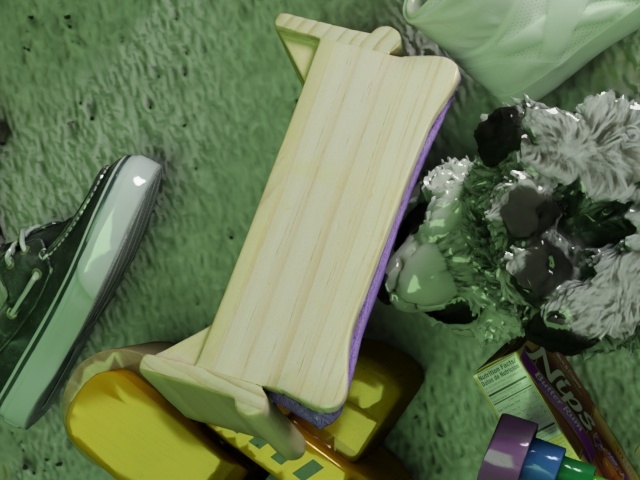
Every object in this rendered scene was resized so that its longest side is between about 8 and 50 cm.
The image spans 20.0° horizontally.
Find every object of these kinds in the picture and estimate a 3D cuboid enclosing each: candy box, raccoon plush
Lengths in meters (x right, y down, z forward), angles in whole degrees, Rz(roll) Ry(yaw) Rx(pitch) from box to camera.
[{"bbox_3d":[0.218,0.176,1.645,0.053,0.109,0.186,-30,89,24],"label":"candy box"},{"bbox_3d":[0.271,-0.005,1.585,0.446,0.299,0.216,-2,86,-10],"label":"raccoon plush"}]

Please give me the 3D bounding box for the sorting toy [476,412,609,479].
[{"bbox_3d":[0.189,0.294,1.614,0.126,0.127,0.365,18,138,12],"label":"sorting toy"}]

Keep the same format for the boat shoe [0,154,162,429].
[{"bbox_3d":[-0.271,0.041,1.800,0.119,0.121,0.335,32,114,1],"label":"boat shoe"}]

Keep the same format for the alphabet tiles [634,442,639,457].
[{"bbox_3d":[0.410,0.161,1.501,0.237,0.009,0.198,25,126,-2],"label":"alphabet tiles"}]

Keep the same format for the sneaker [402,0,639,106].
[{"bbox_3d":[0.203,-0.245,1.516,0.169,0.108,0.292,33,119,-31],"label":"sneaker"}]

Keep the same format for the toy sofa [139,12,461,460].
[{"bbox_3d":[0.000,0.000,1.574,0.177,0.150,0.362,14,73,17],"label":"toy sofa"}]

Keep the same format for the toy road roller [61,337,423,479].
[{"bbox_3d":[-0.051,0.167,1.712,0.329,0.202,0.240,36,98,10],"label":"toy road roller"}]
